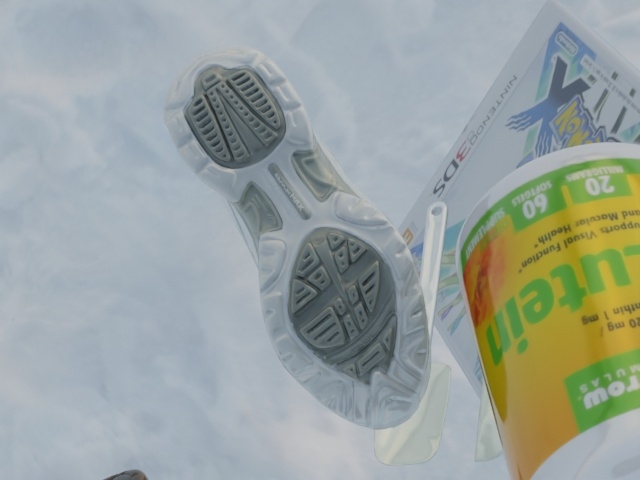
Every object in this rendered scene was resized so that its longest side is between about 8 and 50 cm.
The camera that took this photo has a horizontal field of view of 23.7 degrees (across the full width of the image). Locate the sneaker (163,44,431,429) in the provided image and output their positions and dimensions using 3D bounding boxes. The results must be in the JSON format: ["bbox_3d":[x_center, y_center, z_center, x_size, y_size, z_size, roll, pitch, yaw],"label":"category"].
[{"bbox_3d":[0.000,0.000,0.866,0.090,0.115,0.232,-27,76,5],"label":"sneaker"}]

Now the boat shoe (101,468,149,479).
[{"bbox_3d":[-0.176,0.223,1.061,0.072,0.190,0.068,54,37,-17],"label":"boat shoe"}]

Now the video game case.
[{"bbox_3d":[0.195,-0.028,1.362,0.036,0.329,0.300,22,110,-28],"label":"video game case"}]

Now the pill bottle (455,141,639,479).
[{"bbox_3d":[0.151,0.083,0.715,0.136,0.136,0.245,0,46,-11],"label":"pill bottle"}]

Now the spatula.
[{"bbox_3d":[0.129,0.057,1.118,0.168,0.019,0.242,-6,52,20],"label":"spatula"}]
